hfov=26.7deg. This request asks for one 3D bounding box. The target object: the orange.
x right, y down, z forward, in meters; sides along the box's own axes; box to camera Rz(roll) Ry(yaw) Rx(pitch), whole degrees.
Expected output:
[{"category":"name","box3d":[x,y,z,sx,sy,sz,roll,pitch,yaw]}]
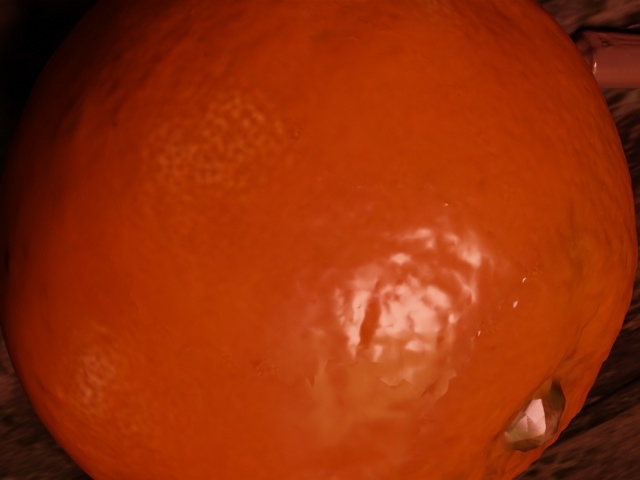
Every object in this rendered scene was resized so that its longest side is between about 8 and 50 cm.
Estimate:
[{"category":"orange","box3d":[0.000,0.000,0.654,0.312,0.312,0.312,-15,145,-11]}]

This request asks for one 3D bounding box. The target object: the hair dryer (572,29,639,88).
[{"category":"hair dryer","box3d":[0.219,-0.109,0.849,0.181,0.064,0.117,1,142,-19]}]
